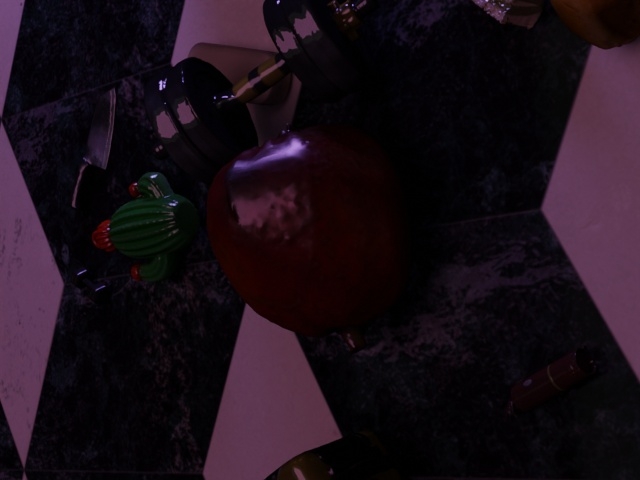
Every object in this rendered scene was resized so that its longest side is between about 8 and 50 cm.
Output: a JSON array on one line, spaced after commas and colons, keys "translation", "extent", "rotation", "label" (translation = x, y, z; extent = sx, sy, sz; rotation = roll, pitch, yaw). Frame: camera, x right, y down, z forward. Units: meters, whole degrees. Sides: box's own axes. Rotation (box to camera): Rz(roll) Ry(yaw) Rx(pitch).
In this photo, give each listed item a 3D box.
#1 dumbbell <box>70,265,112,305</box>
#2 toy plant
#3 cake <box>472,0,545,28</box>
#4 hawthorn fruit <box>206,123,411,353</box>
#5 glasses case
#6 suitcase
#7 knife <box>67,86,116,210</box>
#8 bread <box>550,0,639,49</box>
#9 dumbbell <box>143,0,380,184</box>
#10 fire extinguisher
[{"translation": [-0.398, 0.078, 2.059], "extent": [0.083, 0.040, 0.036], "rotation": [34, 142, 37], "label": "dumbbell"}, {"translation": [-0.283, -0.007, 1.923], "extent": [0.154, 0.088, 0.240], "rotation": [55, 132, 10], "label": "toy plant"}, {"translation": [0.214, -0.315, 1.493], "extent": [0.140, 0.055, 0.051], "rotation": [41, 122, 37], "label": "cake"}, {"translation": [0.000, 0.000, 1.559], "extent": [0.265, 0.265, 0.307], "rotation": [-28, 88, 39], "label": "hawthorn fruit"}, {"translation": [-0.128, -0.253, 1.804], "extent": [0.196, 0.050, 0.083], "rotation": [17, 104, 41], "label": "glasses case"}, {"translation": [-0.005, 0.371, 1.597], "extent": [0.235, 0.194, 0.143], "rotation": [-44, 70, 33], "label": "suitcase"}, {"translation": [-0.387, -0.158, 2.063], "extent": [0.060, 0.028, 0.230], "rotation": [22, 102, 28], "label": "knife"}, {"translation": [0.290, -0.366, 1.351], "extent": [0.132, 0.167, 0.294], "rotation": [-24, 71, 15], "label": "bread"}, {"translation": [-0.083, -0.222, 1.632], "extent": [0.388, 0.185, 0.185], "rotation": [-32, 68, 21], "label": "dumbbell"}, {"translation": [0.272, 0.175, 1.447], "extent": [0.132, 0.039, 0.056], "rotation": [-38, 33, 36], "label": "fire extinguisher"}]
